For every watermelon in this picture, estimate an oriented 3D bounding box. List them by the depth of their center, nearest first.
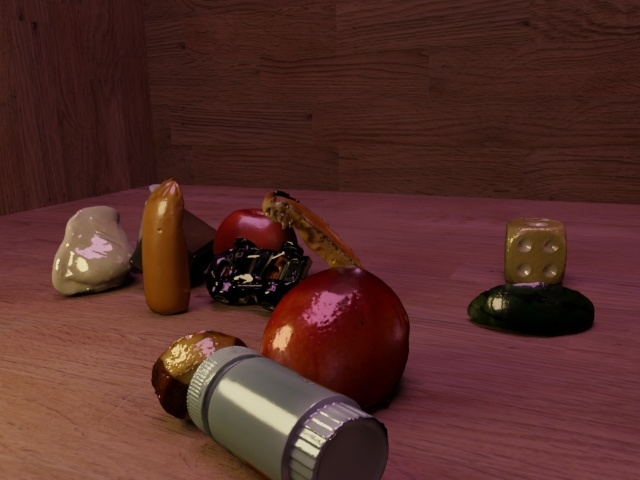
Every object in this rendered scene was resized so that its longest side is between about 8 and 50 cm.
[{"bbox_3d":[0.504,0.163,1.578,0.301,0.123,0.129,2,-9,7],"label":"watermelon"}]

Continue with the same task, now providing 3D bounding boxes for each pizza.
[{"bbox_3d":[-0.023,-0.023,1.884,0.080,0.435,0.392,-45,25,5],"label":"pizza"}]

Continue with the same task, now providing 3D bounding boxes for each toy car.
[{"bbox_3d":[-0.172,0.092,1.808,0.301,0.193,0.118,2,-32,29],"label":"toy car"}]

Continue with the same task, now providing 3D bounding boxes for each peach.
[{"bbox_3d":[0.024,0.214,1.261,0.281,0.281,0.338,5,49,27],"label":"peach"}]

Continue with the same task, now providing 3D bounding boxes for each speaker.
[{"bbox_3d":[-0.436,0.023,2.035,0.192,0.153,0.231,33,19,3],"label":"speaker"}]

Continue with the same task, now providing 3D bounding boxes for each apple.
[{"bbox_3d":[-0.193,0.016,2.032,0.260,0.216,0.260,2,10,0],"label":"apple"}]

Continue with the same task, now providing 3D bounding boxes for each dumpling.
[{"bbox_3d":[-0.662,0.024,1.994,0.187,0.243,0.318,-2,17,24],"label":"dumpling"}]

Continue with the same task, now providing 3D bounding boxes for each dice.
[{"bbox_3d":[0.623,0.032,1.953,0.166,0.169,0.169,2,13,14],"label":"dice"}]

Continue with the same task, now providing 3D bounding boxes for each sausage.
[{"bbox_3d":[-0.405,0.015,1.742,0.116,0.354,0.134,-9,16,-32],"label":"sausage"}]

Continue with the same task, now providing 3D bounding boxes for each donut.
[{"bbox_3d":[-0.206,0.241,1.165,0.184,0.166,0.073,-40,38,14],"label":"donut"}]

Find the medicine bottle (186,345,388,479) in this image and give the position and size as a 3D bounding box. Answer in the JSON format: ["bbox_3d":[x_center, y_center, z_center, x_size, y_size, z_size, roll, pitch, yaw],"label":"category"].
[{"bbox_3d":[-0.056,0.274,0.999,0.158,0.158,0.318,-12,16,-37],"label":"medicine bottle"}]

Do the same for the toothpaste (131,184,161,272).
[{"bbox_3d":[-0.538,-0.033,2.144,0.073,0.299,0.114,34,31,28],"label":"toothpaste"}]
